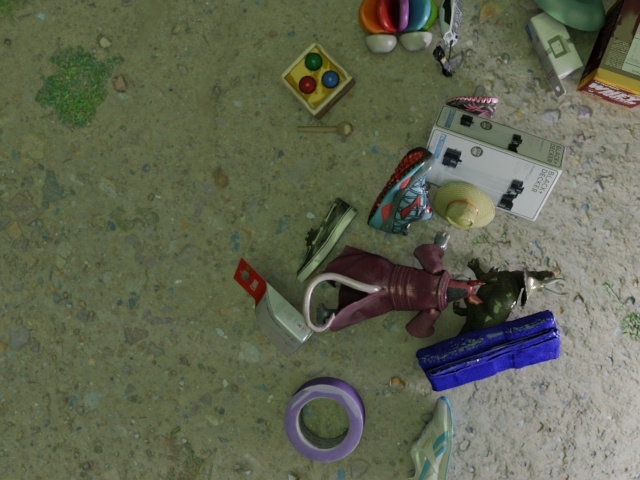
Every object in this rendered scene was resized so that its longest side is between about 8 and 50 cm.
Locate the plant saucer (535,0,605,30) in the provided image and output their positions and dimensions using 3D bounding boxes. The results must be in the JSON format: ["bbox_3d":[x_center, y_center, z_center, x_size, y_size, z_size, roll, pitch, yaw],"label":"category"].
[{"bbox_3d":[0.545,-0.535,1.598,0.195,0.195,0.037,35,141,5],"label":"plant saucer"}]

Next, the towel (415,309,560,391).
[{"bbox_3d":[0.379,0.262,1.639,0.309,0.227,0.076,-18,58,9],"label":"towel"}]

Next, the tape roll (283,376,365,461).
[{"bbox_3d":[0.011,0.428,1.768,0.189,0.080,0.188,0,93,7],"label":"tape roll"}]

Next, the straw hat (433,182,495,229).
[{"bbox_3d":[0.320,-0.059,1.670,0.145,0.061,0.144,14,139,13],"label":"straw hat"}]

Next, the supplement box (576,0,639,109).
[{"bbox_3d":[0.663,-0.404,1.576,0.129,0.191,0.194,21,95,6],"label":"supplement box"}]

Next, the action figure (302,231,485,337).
[{"bbox_3d":[0.177,0.093,1.641,0.371,0.276,0.247,-1,84,22],"label":"action figure"}]

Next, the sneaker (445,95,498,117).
[{"bbox_3d":[0.349,-0.306,1.703,0.120,0.047,0.057,3,105,9],"label":"sneaker"}]

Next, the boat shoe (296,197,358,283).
[{"bbox_3d":[0.000,0.000,1.752,0.070,0.078,0.219,36,89,4],"label":"boat shoe"}]

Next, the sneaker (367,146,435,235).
[{"bbox_3d":[0.210,-0.106,1.665,0.125,0.104,0.262,26,141,-5],"label":"sneaker"}]

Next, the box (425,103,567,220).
[{"bbox_3d":[0.376,-0.172,1.638,0.290,0.087,0.169,21,138,5],"label":"box"}]

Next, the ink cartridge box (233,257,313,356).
[{"bbox_3d":[-0.128,0.162,1.721,0.232,0.189,0.066,40,68,2],"label":"ink cartridge box"}]

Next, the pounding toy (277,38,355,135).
[{"bbox_3d":[-0.001,-0.328,1.722,0.181,0.094,0.206,-44,86,8],"label":"pounding toy"}]

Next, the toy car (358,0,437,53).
[{"bbox_3d":[0.174,-0.515,1.666,0.182,0.136,0.159,-2,92,8],"label":"toy car"}]

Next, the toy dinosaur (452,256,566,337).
[{"bbox_3d":[0.377,0.143,1.657,0.313,0.160,0.121,-45,127,7],"label":"toy dinosaur"}]

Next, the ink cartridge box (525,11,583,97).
[{"bbox_3d":[0.526,-0.416,1.639,0.060,0.104,0.180,-25,90,9],"label":"ink cartridge box"}]

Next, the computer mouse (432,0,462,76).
[{"bbox_3d":[0.289,-0.481,1.685,0.042,0.106,0.192,5,82,28],"label":"computer mouse"}]

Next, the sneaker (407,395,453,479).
[{"bbox_3d":[0.262,0.478,1.733,0.092,0.087,0.228,9,92,9],"label":"sneaker"}]
